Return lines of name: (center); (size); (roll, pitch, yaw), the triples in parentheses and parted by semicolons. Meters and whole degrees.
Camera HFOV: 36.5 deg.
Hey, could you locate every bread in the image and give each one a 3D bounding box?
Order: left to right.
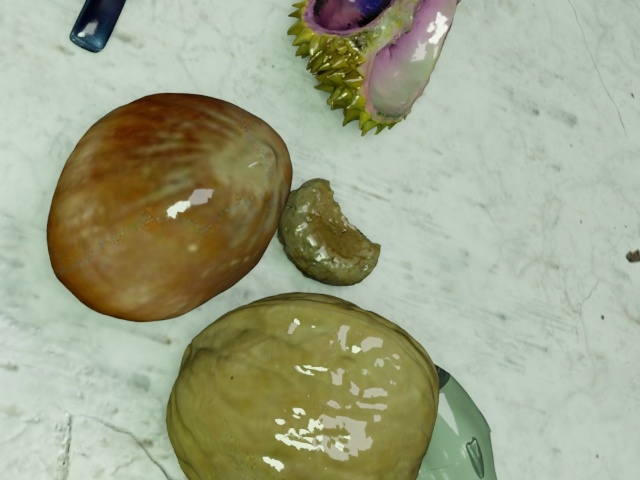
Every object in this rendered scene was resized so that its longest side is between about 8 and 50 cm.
bread: (0.000, 0.000, 0.954); (0.082, 0.060, 0.113); (-40, 97, -35)

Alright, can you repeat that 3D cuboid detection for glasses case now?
glasses case: (-0.204, -0.214, 0.904); (0.033, 0.023, 0.083); (28, 63, -22)

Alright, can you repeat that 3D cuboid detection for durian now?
durian: (0.068, -0.219, 1.027); (0.260, 0.153, 0.187); (-38, 120, -38)

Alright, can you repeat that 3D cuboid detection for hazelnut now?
hazelnut: (-0.118, -0.031, 0.800); (0.176, 0.214, 0.214); (51, 54, -27)

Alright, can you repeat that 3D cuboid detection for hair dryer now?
hair dryer: (0.094, 0.284, 0.941); (0.229, 0.092, 0.267); (48, 70, -20)

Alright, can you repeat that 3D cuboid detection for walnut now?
walnut: (-0.017, 0.143, 0.812); (0.228, 0.228, 0.228); (10, 71, -31)
